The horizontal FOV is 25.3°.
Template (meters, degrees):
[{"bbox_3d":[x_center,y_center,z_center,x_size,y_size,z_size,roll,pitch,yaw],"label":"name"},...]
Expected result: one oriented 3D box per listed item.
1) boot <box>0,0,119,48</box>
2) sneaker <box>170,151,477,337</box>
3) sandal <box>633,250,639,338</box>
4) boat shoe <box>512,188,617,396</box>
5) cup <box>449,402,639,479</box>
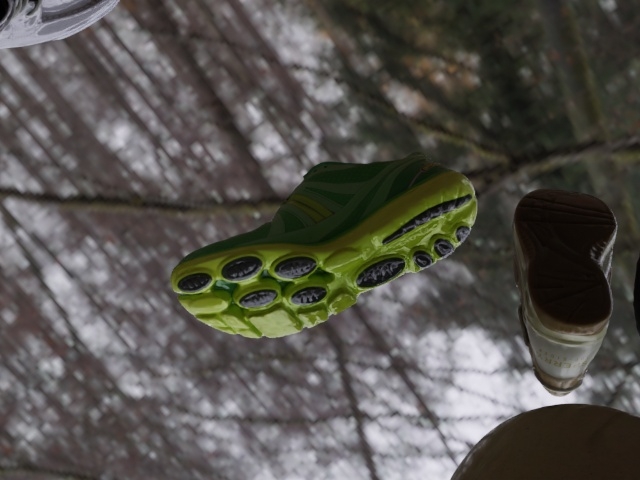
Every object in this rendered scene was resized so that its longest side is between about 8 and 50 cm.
[{"bbox_3d":[-0.268,-0.197,1.196,0.258,0.095,0.123,-20,-160,-22],"label":"boot"},{"bbox_3d":[0.000,0.000,1.339,0.295,0.109,0.123,-20,-144,-11],"label":"sneaker"},{"bbox_3d":[0.345,0.140,1.145,0.107,0.446,0.167,-5,-136,42],"label":"sandal"},{"bbox_3d":[0.125,0.020,0.739,0.056,0.048,0.153,7,-151,1],"label":"boat shoe"},{"bbox_3d":[0.226,0.348,1.362,0.331,0.331,0.237,-20,-179,29],"label":"cup"}]
